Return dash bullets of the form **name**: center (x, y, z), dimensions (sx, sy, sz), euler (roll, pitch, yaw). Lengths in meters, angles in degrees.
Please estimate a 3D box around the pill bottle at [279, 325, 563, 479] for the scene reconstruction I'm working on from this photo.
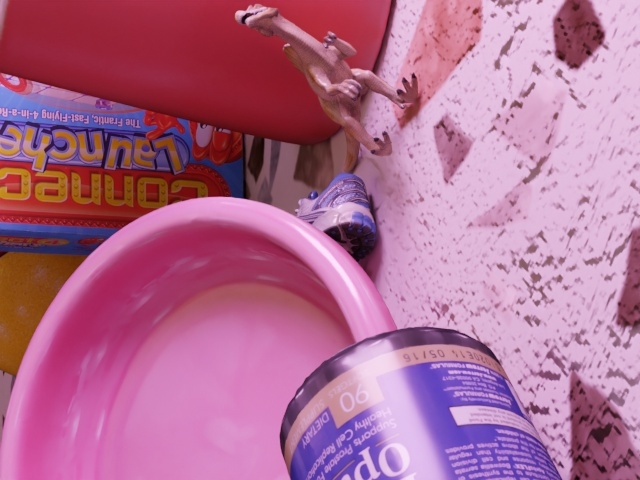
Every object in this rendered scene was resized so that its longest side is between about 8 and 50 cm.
- **pill bottle**: center (0.066, 0.154, 0.600), dimensions (0.219, 0.123, 0.123), euler (-114, 33, -45)

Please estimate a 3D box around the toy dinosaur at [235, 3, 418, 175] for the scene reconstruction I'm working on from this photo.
- **toy dinosaur**: center (0.015, -0.093, 0.835), dimensions (0.092, 0.183, 0.053), euler (29, 74, 38)

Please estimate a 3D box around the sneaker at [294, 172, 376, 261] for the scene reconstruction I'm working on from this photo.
- **sneaker**: center (0.000, 0.000, 0.905), dimensions (0.135, 0.052, 0.058), euler (-44, 37, 50)

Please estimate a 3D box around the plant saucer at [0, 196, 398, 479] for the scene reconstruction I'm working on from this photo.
- **plant saucer**: center (-0.069, 0.141, 0.843), dimensions (0.332, 0.084, 0.332), euler (-11, 71, 34)

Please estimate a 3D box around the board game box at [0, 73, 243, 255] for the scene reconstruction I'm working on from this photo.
- **board game box**: center (-0.221, -0.143, 1.121), dimensions (0.086, 0.308, 0.302), euler (154, 116, -64)

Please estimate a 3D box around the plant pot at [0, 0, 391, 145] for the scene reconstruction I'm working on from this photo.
- **plant pot**: center (-0.108, -0.205, 0.927), dimensions (0.275, 0.243, 0.275), euler (-178, 90, -69)

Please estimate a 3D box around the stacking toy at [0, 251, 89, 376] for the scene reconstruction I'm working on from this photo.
- **stacking toy**: center (-0.273, 0.017, 1.295), dimensions (0.480, 0.350, 0.350), euler (59, 146, 20)
